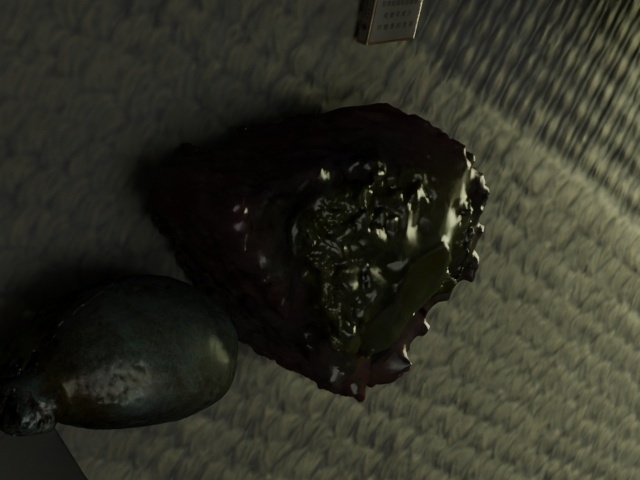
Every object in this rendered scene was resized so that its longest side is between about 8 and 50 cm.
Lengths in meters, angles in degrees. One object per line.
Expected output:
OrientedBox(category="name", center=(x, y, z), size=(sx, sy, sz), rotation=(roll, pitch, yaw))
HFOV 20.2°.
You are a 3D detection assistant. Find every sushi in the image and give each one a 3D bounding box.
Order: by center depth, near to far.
OrientedBox(category="sushi", center=(0.012, -0.014, 1.014), size=(0.161, 0.107, 0.241), rotation=(-56, 143, -16))

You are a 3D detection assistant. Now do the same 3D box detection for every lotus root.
OrientedBox(category="lotus root", center=(-0.104, 0.060, 0.926), size=(0.165, 0.088, 0.088), rotation=(-7, 117, -52))

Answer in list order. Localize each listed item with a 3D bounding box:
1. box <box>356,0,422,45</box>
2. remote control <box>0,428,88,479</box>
OrientedBox(category="box", center=(0.046, -0.156, 1.041), size=(0.046, 0.012, 0.083), rotation=(-13, 122, -46))
OrientedBox(category="remote control", center=(-0.162, 0.140, 0.964), size=(0.077, 0.022, 0.245), rotation=(-48, 141, -23))
